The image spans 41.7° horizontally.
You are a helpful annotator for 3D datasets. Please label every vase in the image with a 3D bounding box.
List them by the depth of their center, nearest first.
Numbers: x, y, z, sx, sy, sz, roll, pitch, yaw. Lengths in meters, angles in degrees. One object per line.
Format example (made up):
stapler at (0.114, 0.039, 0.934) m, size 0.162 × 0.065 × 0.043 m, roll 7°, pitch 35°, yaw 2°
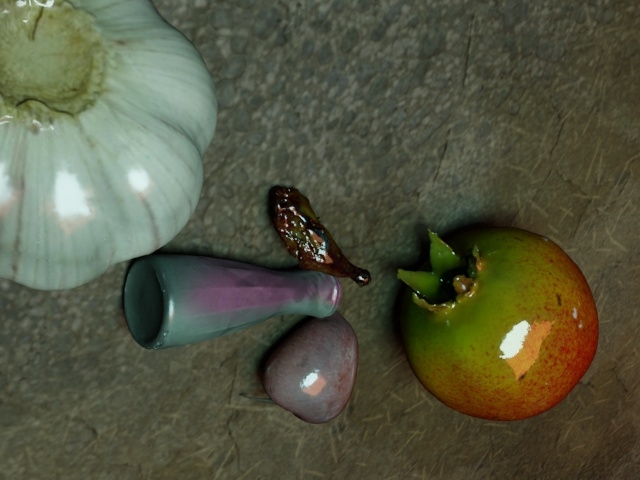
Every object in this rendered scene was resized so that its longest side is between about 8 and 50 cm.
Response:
vase at (-0.076, 0.054, 0.813) m, size 0.214 × 0.086 × 0.086 m, roll -1°, pitch 117°, yaw -40°

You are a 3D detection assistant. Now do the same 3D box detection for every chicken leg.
chicken leg at (-0.001, 0.003, 0.835) m, size 0.037 × 0.062 × 0.145 m, roll -26°, pitch 111°, yaw 34°

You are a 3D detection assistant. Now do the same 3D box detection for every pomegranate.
pomegranate at (0.188, 0.086, 0.936) m, size 0.257 × 0.221 × 0.221 m, roll 34°, pitch 95°, yaw -35°

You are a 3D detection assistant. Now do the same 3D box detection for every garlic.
garlic at (-0.205, -0.062, 0.598) m, size 0.245 × 0.245 × 0.253 m, roll -16°, pitch 162°, yaw -27°

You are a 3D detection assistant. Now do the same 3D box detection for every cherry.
cherry at (-0.010, 0.142, 0.907) m, size 0.106 × 0.087 × 0.126 m, roll 9°, pitch 115°, yaw -43°
